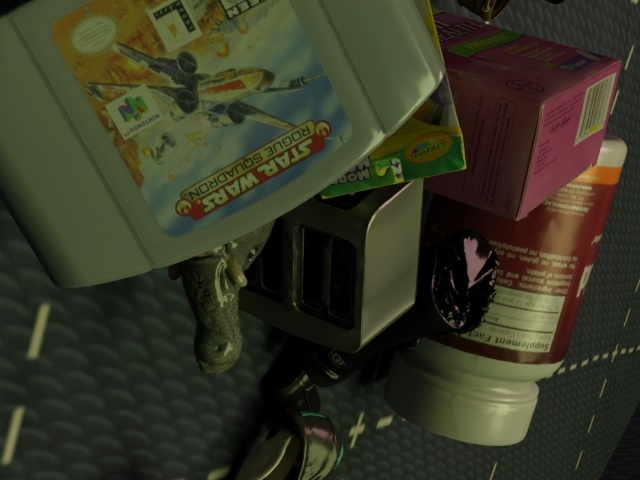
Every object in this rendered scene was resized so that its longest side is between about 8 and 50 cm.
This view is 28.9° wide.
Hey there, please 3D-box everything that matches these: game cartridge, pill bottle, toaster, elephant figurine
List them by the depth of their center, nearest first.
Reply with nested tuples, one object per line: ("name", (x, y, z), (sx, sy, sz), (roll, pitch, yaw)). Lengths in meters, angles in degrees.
("game cartridge", (-0.075, -0.102, 0.799), (0.297, 0.062, 0.198), (-30, 104, -6))
("elephant figurine", (-0.084, -0.047, 0.971), (0.186, 0.169, 0.239), (-36, 145, -10))
("toaster", (0.000, 0.000, 1.148), (0.110, 0.168, 0.185), (-37, 139, -45))
("pill bottle", (0.217, 0.037, 1.533), (0.224, 0.224, 0.392), (-10, 118, -61))

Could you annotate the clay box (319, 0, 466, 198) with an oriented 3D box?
("clay box", (0.048, -0.124, 1.070), (0.053, 0.127, 0.222), (71, 10, -55))

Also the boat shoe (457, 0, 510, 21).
("boat shoe", (0.228, -0.330, 1.297), (0.095, 0.095, 0.257), (-32, 169, -41))

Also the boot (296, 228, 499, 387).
("boot", (0.103, 0.047, 1.309), (0.094, 0.207, 0.246), (55, 36, -10))

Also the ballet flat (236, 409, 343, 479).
("ballet flat", (-0.082, 0.293, 1.289), (0.280, 0.095, 0.096), (-60, 139, -12))

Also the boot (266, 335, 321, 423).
("boot", (-0.014, 0.156, 1.373), (0.121, 0.045, 0.099), (-48, 146, -29))

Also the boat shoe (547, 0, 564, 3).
("boat shoe", (0.277, -0.349, 1.550), (0.228, 0.080, 0.076), (14, 94, -72))

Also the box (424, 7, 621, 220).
("box", (0.138, -0.137, 1.226), (0.213, 0.243, 0.117), (-29, 133, -53))
